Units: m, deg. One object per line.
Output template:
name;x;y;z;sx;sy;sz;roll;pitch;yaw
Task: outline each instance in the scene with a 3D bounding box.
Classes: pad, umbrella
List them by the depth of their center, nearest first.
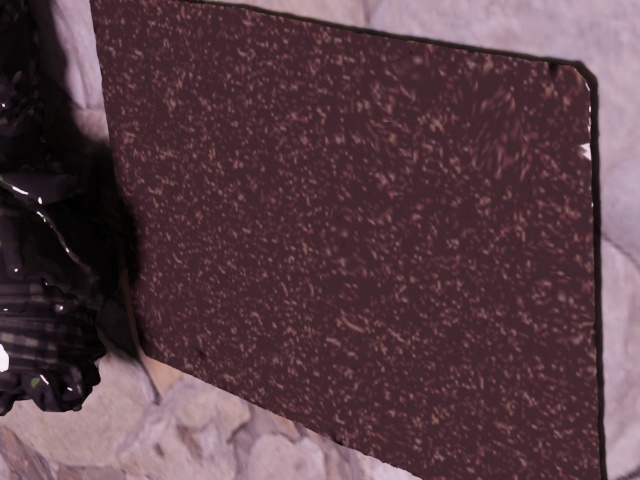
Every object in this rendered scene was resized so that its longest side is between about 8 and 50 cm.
pad;0.000;0.000;0.733;0.330;0.004;0.220;18;122;44
umbrella;-0.190;-0.063;0.831;0.154;0.128;0.336;21;121;49
